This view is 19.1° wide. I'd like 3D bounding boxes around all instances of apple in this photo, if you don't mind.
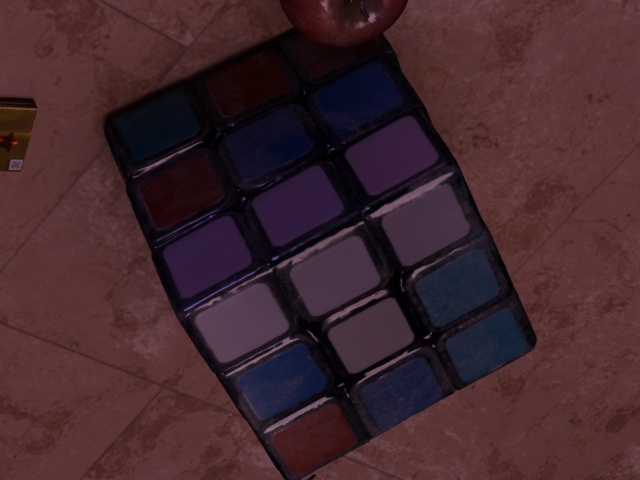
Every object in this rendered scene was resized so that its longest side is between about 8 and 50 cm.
[{"bbox_3d":[0.024,-0.295,2.116,0.153,0.120,0.153,-11,128,-15],"label":"apple"}]

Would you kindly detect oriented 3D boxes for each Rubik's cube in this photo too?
[{"bbox_3d":[0.000,0.000,2.199,0.362,0.359,0.363,-25,137,-2],"label":"Rubik's cube"}]

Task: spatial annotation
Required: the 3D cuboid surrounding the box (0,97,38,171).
[{"bbox_3d":[-0.391,-0.119,2.131,0.133,0.023,0.090,0,130,-27],"label":"box"}]
